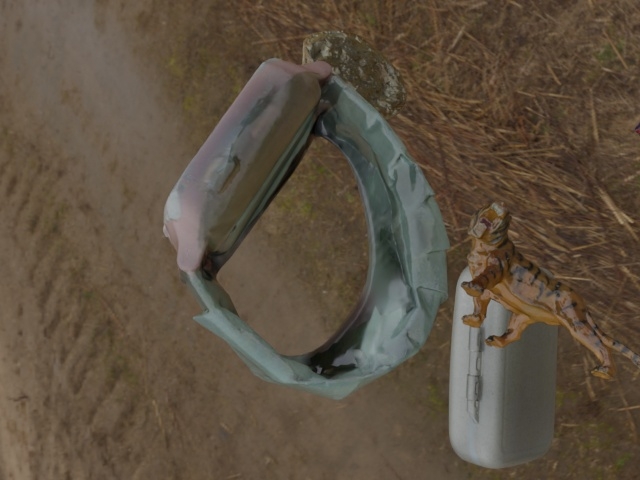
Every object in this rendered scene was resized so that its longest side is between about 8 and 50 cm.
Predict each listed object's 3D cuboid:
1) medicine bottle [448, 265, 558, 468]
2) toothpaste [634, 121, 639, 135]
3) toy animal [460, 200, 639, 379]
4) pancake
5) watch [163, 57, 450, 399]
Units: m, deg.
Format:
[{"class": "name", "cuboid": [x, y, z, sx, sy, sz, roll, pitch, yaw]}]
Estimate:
[{"class": "medicine bottle", "cuboid": [0.352, 0.229, 1.223, 0.123, 0.282, 0.375, -3, 81, 47]}, {"class": "toothpaste", "cuboid": [0.570, -0.217, 0.850, 0.066, 0.076, 0.320, 41, 155, -3]}, {"class": "toy animal", "cuboid": [0.256, 0.075, 0.724, 0.116, 0.255, 0.114, -56, -1, -21]}, {"class": "pancake", "cuboid": [0.038, -0.192, 0.751, 0.022, 0.139, 0.139, -51, 52, 55]}, {"class": "watch", "cuboid": [0.000, 0.000, 0.560, 0.241, 0.162, 0.253, 32, 77, -1]}]
